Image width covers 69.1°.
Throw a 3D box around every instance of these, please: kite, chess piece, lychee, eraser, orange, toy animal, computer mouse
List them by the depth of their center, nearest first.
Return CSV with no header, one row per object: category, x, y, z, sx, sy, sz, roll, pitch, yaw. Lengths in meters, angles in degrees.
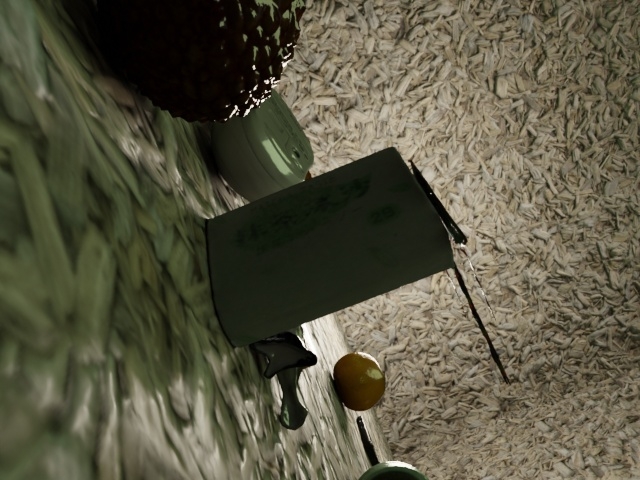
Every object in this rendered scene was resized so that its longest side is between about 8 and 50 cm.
lychee,-0.110,-0.201,0.427,0.188,0.188,0.188,-21,90,-89
kite,0.136,0.028,0.475,0.198,0.006,0.244,50,19,-79
eraser,0.000,0.000,0.493,0.081,0.227,0.174,63,6,-46
toy animal,-0.049,0.123,0.577,0.202,0.070,0.105,-114,-165,-61
chess piece,0.105,0.438,0.771,0.271,0.139,0.139,97,-26,-67
computer mouse,-0.098,-0.150,0.776,0.184,0.121,0.296,51,16,-23
orange,0.103,0.368,1.220,0.156,0.134,0.156,-8,90,-85

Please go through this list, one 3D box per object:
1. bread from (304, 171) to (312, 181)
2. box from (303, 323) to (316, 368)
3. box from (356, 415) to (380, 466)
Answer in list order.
bread,-0.107,-0.179,1.032,0.227,0.143,0.253,-98,172,-49
box,-0.039,0.150,0.725,0.105,0.037,0.105,-21,90,-89
box,0.147,0.612,1.411,0.125,0.027,0.126,-110,179,-63
